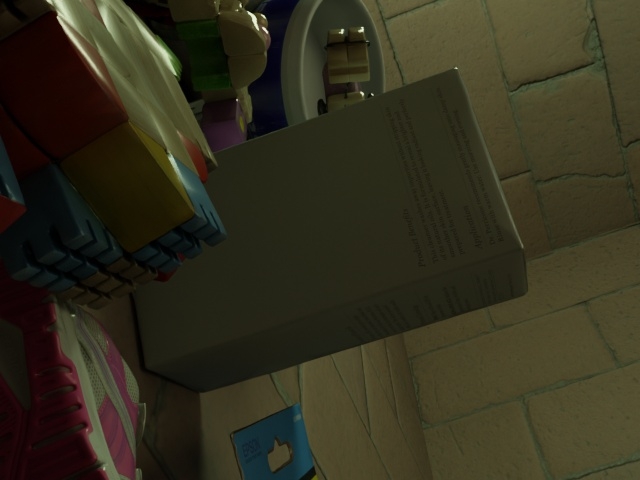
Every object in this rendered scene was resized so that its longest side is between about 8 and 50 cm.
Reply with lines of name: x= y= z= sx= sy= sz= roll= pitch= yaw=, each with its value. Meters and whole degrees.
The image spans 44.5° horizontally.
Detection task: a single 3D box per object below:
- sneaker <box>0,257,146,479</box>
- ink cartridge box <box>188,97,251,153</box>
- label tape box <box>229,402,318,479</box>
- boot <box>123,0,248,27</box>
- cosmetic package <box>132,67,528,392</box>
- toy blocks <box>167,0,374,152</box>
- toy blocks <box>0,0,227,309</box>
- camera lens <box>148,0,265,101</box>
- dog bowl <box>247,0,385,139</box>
sneaker: x=-0.155 y=0.136 z=0.499 sx=0.111 sy=0.103 sz=0.252 roll=41 pitch=31 yaw=-69
ink cartridge box: x=-0.156 y=-0.131 z=1.069 sx=0.180 sy=0.104 sz=0.060 roll=27 pitch=46 yaw=-77
label tape box: x=-0.043 y=0.339 z=0.726 sx=0.240 sy=0.106 sz=0.333 roll=27 pitch=44 yaw=-77
boot: x=-0.221 y=-0.449 z=1.048 sx=0.138 sy=0.377 sz=0.284 roll=-3 pitch=111 yaw=-81
cosmetic package: x=0.000 y=0.000 z=0.824 sx=0.156 sy=0.385 sz=0.217 roll=50 pitch=25 yaw=-64
toy blocks: x=-0.107 y=-0.277 z=0.873 sx=0.288 sy=0.309 sz=0.260 roll=80 pitch=6 yaw=-46
toy blocks: x=-0.161 y=-0.080 z=0.492 sx=0.261 sy=0.191 sz=0.381 roll=62 pitch=6 yaw=19
camera lens: x=-0.128 y=-0.314 z=1.249 sx=0.219 sy=0.219 sz=0.274 roll=-100 pitch=167 yaw=-47
dog bowl: x=-0.006 y=-0.230 z=1.143 sx=0.265 sy=0.104 sz=0.264 roll=-9 pitch=101 yaw=-60
